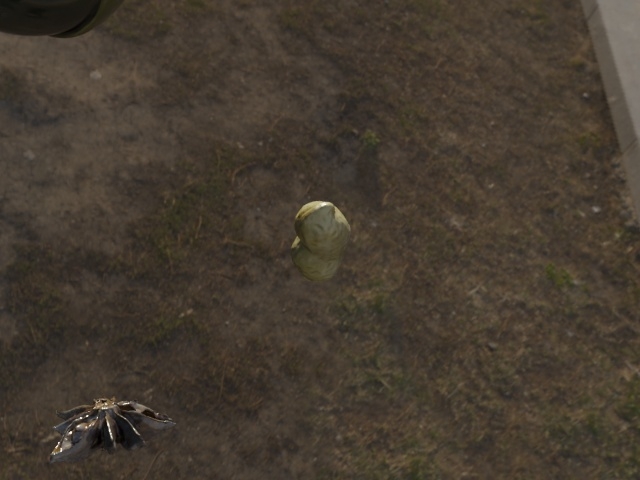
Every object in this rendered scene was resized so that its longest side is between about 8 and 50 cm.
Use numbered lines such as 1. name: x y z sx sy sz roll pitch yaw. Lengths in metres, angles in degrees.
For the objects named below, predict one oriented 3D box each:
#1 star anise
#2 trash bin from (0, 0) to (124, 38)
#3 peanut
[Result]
1. star anise: -0.239 0.204 0.761 0.124 0.056 0.129 10 14 24
2. trash bin: -0.261 -0.313 0.531 0.214 0.214 0.334 -37 109 -37
3. peanut: 0.000 0.000 0.439 0.037 0.083 0.037 1 59 -1
